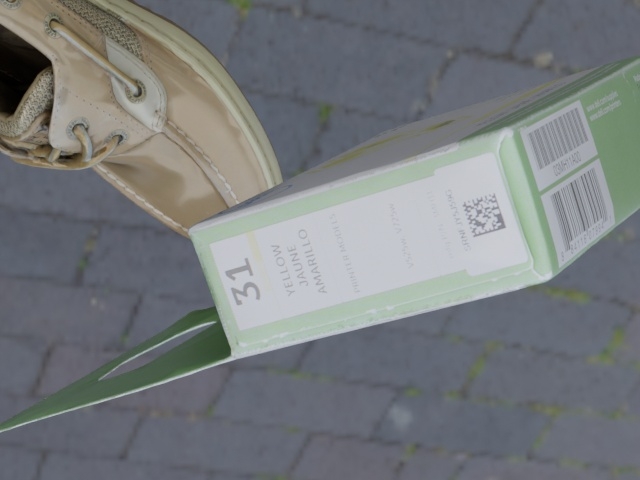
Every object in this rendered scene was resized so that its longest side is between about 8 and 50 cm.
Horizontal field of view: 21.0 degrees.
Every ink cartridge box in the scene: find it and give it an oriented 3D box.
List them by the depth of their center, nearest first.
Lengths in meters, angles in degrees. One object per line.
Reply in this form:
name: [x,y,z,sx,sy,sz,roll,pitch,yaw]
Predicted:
ink cartridge box: [0.000,0.000,0.637,0.235,0.171,0.056,-15,97,28]

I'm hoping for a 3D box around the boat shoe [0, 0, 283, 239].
boat shoe: [-0.158,-0.093,1.006,0.122,0.110,0.341,-15,132,43]
